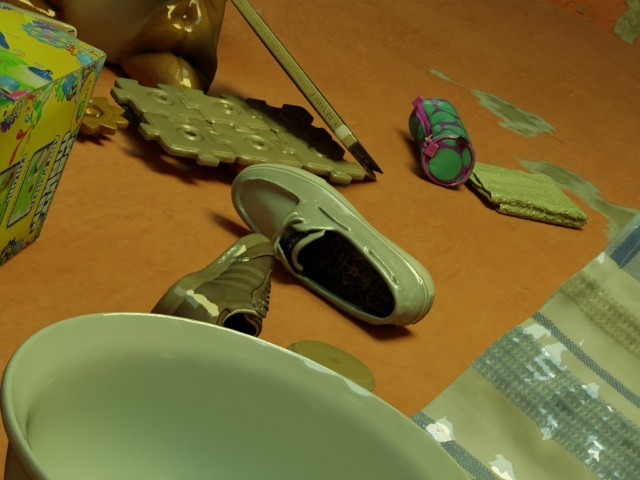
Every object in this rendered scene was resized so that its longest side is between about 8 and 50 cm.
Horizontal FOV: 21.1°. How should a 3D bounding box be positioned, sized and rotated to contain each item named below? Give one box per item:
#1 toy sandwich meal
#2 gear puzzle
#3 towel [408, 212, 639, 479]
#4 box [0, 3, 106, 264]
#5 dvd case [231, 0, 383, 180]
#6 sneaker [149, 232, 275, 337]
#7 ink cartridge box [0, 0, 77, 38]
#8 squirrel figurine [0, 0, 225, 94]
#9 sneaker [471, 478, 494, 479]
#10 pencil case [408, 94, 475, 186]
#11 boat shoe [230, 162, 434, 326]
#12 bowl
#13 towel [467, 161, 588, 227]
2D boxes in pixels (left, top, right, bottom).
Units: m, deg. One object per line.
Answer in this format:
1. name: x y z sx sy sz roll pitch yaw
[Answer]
1. toy sandwich meal: 0.005 0.109 1.367 0.085 0.029 0.085 22 15 -6
2. gear puzzle: -0.126 -0.103 1.751 0.339 0.044 0.175 6 28 -34
3. towel: 0.220 0.117 1.299 0.209 0.285 0.034 41 -17 36
4. box: -0.357 -0.100 1.271 0.290 0.177 0.279 25 20 6
5. dvd case: -0.016 -0.168 1.866 0.221 0.018 0.164 52 3 15
6. sneaker: -0.073 0.053 1.394 0.071 0.066 0.188 44 28 6
7. ink cartridge box: -0.362 -0.195 1.576 0.234 0.088 0.193 14 7 -24
8. squirrel figurine: -0.159 -0.389 1.944 0.281 0.370 0.397 27 20 10
9. sneaker: 0.065 0.200 1.154 0.094 0.080 0.212 18 10 27
10. pencil case: 0.144 -0.121 2.050 0.070 0.064 0.152 43 13 -19
11. boat shoe: 0.000 0.001 1.557 0.227 0.079 0.081 35 18 21
12. bowl: -0.059 0.172 0.974 0.298 0.134 0.298 21 20 -8
13. towel: 0.243 -0.057 2.054 0.148 0.027 0.110 12 24 -30
